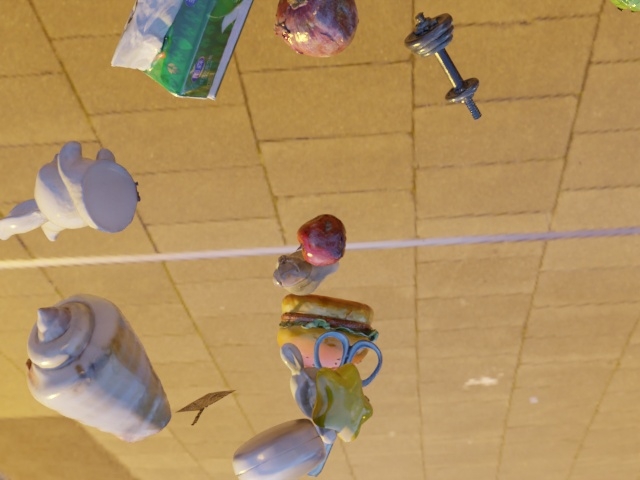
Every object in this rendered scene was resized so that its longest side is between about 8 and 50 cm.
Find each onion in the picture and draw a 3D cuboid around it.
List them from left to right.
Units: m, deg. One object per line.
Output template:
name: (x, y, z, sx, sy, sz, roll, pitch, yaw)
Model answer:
onion: (0.009, -0.423, 1.502, 0.159, 0.159, 0.195, -23, 152, 29)

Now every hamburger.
hamburger: (0.011, 0.222, 1.826, 0.246, 0.169, 0.246, 9, 171, 1)

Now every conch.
conch: (-0.284, 0.180, 1.020, 0.255, 0.158, 0.127, 48, 169, -24)

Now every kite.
kite: (-0.089, 0.120, 0.555, 0.044, 0.002, 0.078, -18, -177, 22)

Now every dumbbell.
dumbbell: (0.265, -0.357, 1.610, 0.110, 0.110, 0.254, -23, 114, 28)

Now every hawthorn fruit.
hawthorn fruit: (0.000, 0.000, 1.309, 0.093, 0.093, 0.093, -1, 146, -1)

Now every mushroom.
mushroom: (-0.043, 0.058, 1.559, 0.116, 0.093, 0.225, -26, 167, 19)

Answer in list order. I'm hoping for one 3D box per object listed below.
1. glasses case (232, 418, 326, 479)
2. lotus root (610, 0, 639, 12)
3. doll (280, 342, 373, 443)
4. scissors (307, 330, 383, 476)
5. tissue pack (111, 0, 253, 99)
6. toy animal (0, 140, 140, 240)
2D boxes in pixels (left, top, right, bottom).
glasses case: (-0.042, 0.227, 0.823, 0.092, 0.059, 0.233, -25, 166, -6)
lotus root: (0.670, -0.621, 1.719, 0.186, 0.186, 0.186, -1, 146, -1)
doll: (0.002, 0.188, 0.900, 0.113, 0.071, 0.135, 28, 140, 36)
scissors: (0.023, 0.292, 1.375, 0.125, 0.256, 0.030, 15, 176, 14)
tissue pack: (-0.209, -0.333, 1.143, 0.156, 0.148, 0.209, -11, 132, -58)
toy animal: (-0.358, -0.063, 1.071, 0.221, 0.130, 0.104, -7, -172, 35)
